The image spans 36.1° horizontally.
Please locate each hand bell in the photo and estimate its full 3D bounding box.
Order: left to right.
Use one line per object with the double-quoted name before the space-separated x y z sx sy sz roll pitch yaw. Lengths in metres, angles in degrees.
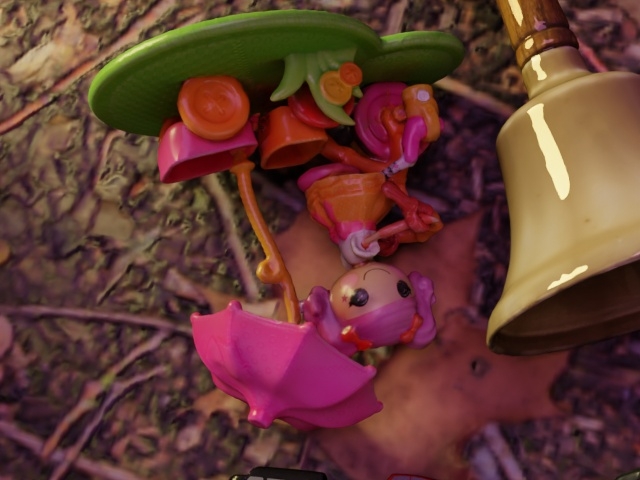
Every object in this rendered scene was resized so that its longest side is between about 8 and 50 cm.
"hand bell" 0.090 -0.086 0.411 0.126 0.126 0.242 -18 70 1

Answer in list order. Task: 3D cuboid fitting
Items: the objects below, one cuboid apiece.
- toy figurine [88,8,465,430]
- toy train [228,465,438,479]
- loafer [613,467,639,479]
"toy figurine" 0.000 0.000 0.424 0.173 0.130 0.159 -8 79 -21
"toy train" 0.036 0.113 0.401 0.158 0.027 0.036 4 58 10
"loafer" 0.196 0.105 0.362 0.170 0.062 0.061 -3 72 9
